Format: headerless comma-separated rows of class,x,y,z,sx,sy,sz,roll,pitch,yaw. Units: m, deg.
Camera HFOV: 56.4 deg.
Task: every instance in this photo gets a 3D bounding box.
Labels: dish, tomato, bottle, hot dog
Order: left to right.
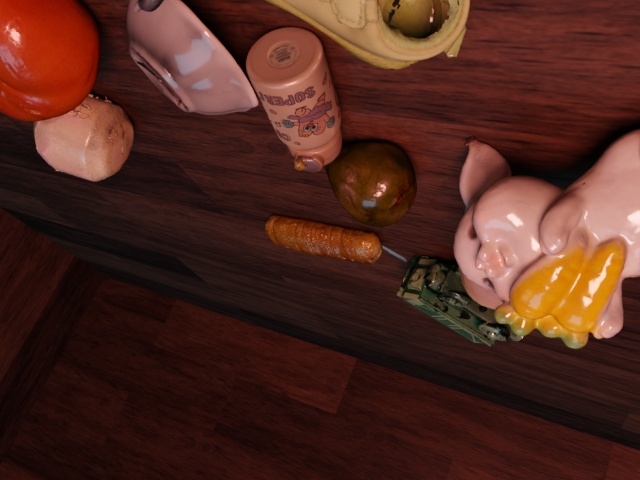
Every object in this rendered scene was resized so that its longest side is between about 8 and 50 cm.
tomato,-0.438,-0.294,0.844,0.260,0.179,0.259,19,158,8
dish,-0.186,-0.227,0.772,0.229,0.081,0.229,42,173,6
bottle,-0.024,-0.172,0.800,0.097,0.109,0.209,5,156,16
hot dog,0.000,-0.001,1.295,0.289,0.068,0.083,12,151,33

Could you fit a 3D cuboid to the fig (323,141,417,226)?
fig,0.067,-0.110,0.898,0.127,0.184,0.133,-42,155,28

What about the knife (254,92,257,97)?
knife,-0.136,-0.242,0.886,0.031,0.018,0.121,3,151,41

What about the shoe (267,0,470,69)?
shoe,0.031,-0.251,0.514,0.262,0.139,0.128,31,170,-36

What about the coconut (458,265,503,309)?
coconut,0.285,0.026,0.927,0.147,0.147,0.152,16,158,20

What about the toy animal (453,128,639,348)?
toy animal,0.281,-0.021,0.696,0.310,0.247,0.182,-16,122,39

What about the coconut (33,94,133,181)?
coconut,-0.460,-0.206,1.136,0.183,0.170,0.171,20,161,2

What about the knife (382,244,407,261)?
knife,0.151,0.025,1.279,0.091,0.005,0.014,29,159,-18

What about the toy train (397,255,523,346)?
toy train,0.301,0.122,1.218,0.270,0.115,0.154,31,168,-23

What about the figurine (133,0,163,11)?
figurine,-0.185,-0.307,0.595,0.265,0.140,0.193,42,-177,12
